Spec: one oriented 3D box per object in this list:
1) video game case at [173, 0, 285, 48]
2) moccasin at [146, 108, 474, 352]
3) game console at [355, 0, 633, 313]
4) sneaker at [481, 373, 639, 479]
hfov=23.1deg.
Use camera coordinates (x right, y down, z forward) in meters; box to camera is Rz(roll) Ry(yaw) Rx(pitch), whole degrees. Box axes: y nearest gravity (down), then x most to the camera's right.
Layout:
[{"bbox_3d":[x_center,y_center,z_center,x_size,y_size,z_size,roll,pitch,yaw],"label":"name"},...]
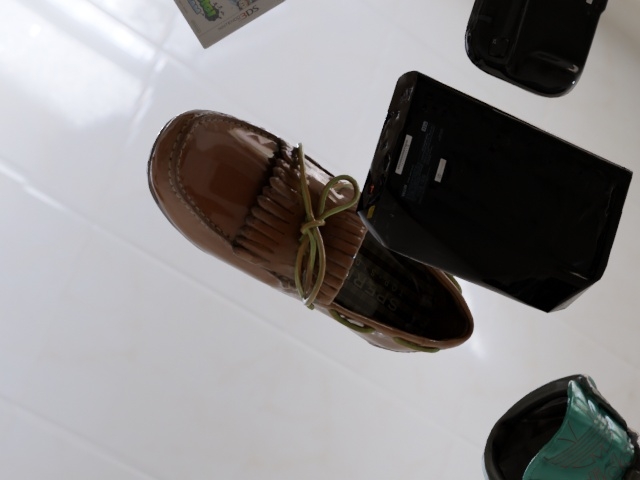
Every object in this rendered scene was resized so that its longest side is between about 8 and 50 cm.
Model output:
[{"bbox_3d":[-0.146,-0.369,2.191,0.143,0.157,0.019,-28,-170,22],"label":"video game case"},{"bbox_3d":[-0.002,0.003,1.444,0.147,0.380,0.139,10,-116,53],"label":"moccasin"},{"bbox_3d":[0.172,-0.136,1.244,0.044,0.213,0.361,1,-110,64],"label":"game console"},{"bbox_3d":[0.241,0.187,1.206,0.296,0.178,0.123,5,-122,43],"label":"sneaker"}]
